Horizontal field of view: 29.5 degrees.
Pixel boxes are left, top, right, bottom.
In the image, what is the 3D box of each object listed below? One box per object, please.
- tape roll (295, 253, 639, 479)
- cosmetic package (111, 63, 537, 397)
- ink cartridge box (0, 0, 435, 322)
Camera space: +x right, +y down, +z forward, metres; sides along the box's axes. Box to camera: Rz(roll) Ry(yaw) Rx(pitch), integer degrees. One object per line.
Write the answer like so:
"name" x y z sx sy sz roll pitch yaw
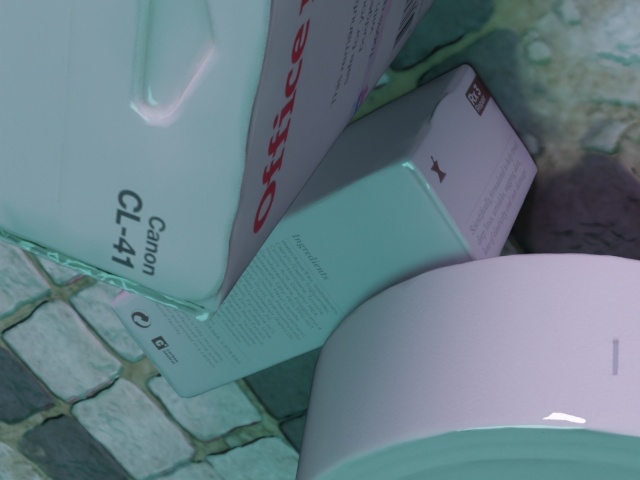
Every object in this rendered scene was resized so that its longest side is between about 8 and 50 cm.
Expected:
"tape roll" 0.128 0.130 0.651 0.286 0.100 0.286 7 141 5
"cosmetic package" 0.000 0.000 0.702 0.231 0.117 0.085 -23 111 36
"ink cartridge box" -0.023 -0.156 0.481 0.131 0.306 0.226 21 128 11
